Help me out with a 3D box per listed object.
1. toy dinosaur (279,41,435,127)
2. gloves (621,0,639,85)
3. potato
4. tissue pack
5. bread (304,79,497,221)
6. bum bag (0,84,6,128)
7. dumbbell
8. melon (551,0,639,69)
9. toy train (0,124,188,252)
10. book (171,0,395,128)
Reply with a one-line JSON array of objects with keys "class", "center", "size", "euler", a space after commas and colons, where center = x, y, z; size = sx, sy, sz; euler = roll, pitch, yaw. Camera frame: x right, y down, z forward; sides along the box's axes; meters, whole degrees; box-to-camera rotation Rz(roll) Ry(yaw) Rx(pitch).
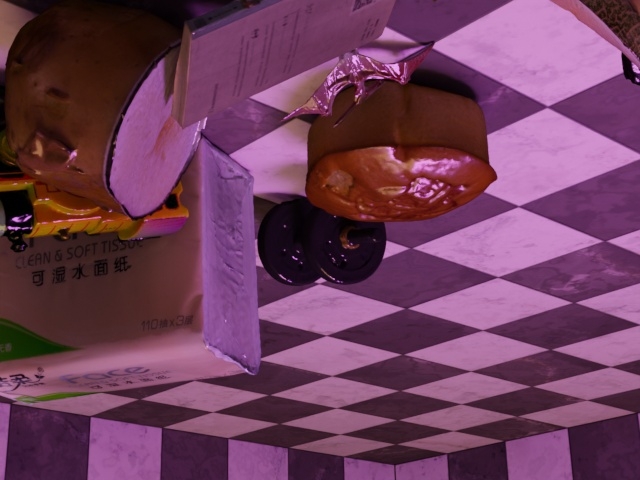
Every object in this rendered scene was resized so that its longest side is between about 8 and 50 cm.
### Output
[{"class": "toy dinosaur", "center": [0.043, -0.205, 1.450], "size": [0.220, 0.032, 0.108], "euler": [-22, 136, 7]}, {"class": "gloves", "center": [0.398, -0.271, 1.305], "size": [0.129, 0.106, 0.181], "euler": [-1, 131, 2]}, {"class": "potato", "center": [-0.260, -0.166, 1.367], "size": [0.196, 0.246, 0.300], "euler": [27, 171, 11]}, {"class": "tissue pack", "center": [-0.311, 0.053, 1.731], "size": [0.404, 0.332, 0.205], "euler": [-10, 159, 19]}, {"class": "bread", "center": [0.108, -0.111, 1.588], "size": [0.269, 0.148, 0.270], "euler": [1, 161, 0]}, {"class": "bum bag", "center": [-0.364, -0.171, 1.521], "size": [0.248, 0.069, 0.102], "euler": [2, 143, -13]}, {"class": "dumbbell", "center": [0.000, 0.000, 1.816], "size": [0.143, 0.143, 0.325], "euler": [12, 171, -30]}, {"class": "melon", "center": [0.309, -0.244, 1.262], "size": [0.054, 0.182, 0.098], "euler": [-45, 166, -9]}, {"class": "toy train", "center": [-0.319, -0.069, 1.503], "size": [0.296, 0.161, 0.100], "euler": [-5, 163, -35]}, {"class": "book", "center": [-0.031, -0.232, 1.273], "size": [0.282, 0.025, 0.215], "euler": [-26, 165, -20]}]
